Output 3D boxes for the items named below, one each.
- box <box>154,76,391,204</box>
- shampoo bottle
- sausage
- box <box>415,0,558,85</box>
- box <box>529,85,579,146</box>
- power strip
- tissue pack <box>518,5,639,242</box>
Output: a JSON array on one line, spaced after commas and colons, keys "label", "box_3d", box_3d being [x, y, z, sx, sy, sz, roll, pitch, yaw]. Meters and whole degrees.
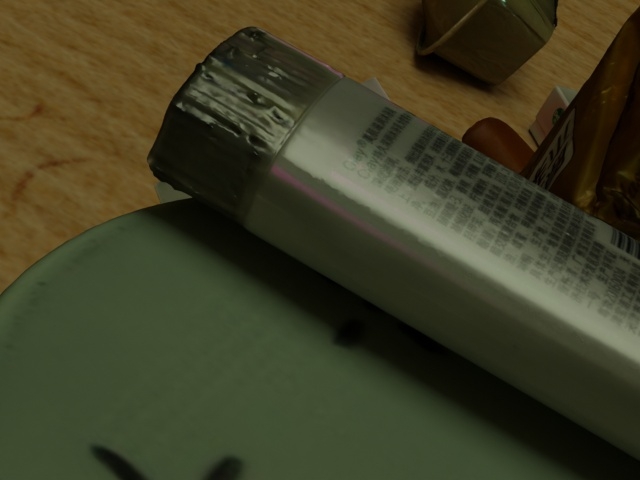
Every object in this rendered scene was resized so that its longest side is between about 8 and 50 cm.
[{"label": "box", "box_3d": [0.000, 0.000, 0.628, 0.130, 0.051, 0.129, -26, 51, -3]}, {"label": "shampoo bottle", "box_3d": [0.056, 0.006, 0.430, 0.227, 0.056, 0.086, 30, 30, 4]}, {"label": "sausage", "box_3d": [0.137, -0.034, 0.838, 0.041, 0.039, 0.131, -8, 47, -31]}, {"label": "box", "box_3d": [0.129, -0.198, 0.994, 0.111, 0.111, 0.177, 25, 34, -5]}, {"label": "box", "box_3d": [0.230, -0.063, 0.936, 0.125, 0.043, 0.089, 10, 38, -26]}, {"label": "power strip", "box_3d": [0.015, 0.140, 0.419, 0.357, 0.161, 0.357, 18, 34, -13]}, {"label": "tissue pack", "box_3d": [0.155, -0.013, 0.656, 0.092, 0.226, 0.183, 27, 35, -3]}]
